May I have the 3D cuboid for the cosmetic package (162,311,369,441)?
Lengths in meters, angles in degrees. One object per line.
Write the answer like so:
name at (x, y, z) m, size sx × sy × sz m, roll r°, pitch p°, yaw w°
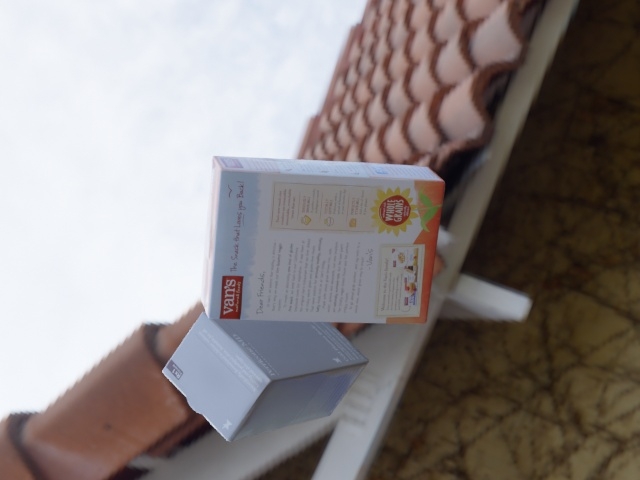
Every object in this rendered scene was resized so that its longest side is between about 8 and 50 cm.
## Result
cosmetic package at (-0.062, 0.152, 1.590) m, size 0.107 × 0.127 × 0.238 m, roll -54°, pitch -22°, yaw 16°

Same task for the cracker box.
cracker box at (0.000, 0.000, 1.353) m, size 0.232 × 0.067 × 0.156 m, roll 2°, pitch -73°, yaw -14°
